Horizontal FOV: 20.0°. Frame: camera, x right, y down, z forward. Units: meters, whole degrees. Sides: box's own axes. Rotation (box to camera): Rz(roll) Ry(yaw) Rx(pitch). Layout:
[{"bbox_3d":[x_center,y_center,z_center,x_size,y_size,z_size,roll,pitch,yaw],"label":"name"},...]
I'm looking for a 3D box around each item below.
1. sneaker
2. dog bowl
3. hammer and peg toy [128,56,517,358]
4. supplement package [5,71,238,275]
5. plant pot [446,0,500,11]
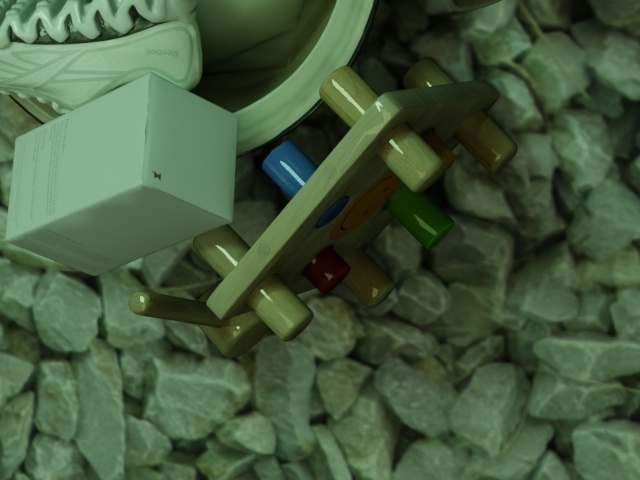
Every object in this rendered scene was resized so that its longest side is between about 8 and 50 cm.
[{"bbox_3d":[-0.239,-0.158,1.564,0.292,0.110,0.118,-6,116,16],"label":"sneaker"},{"bbox_3d":[-0.128,-0.280,1.625,0.408,0.150,0.408,5,110,12],"label":"dog bowl"},{"bbox_3d":[0.000,0.000,1.627,0.127,0.266,0.361,46,112,13],"label":"hammer and peg toy"},{"bbox_3d":[-0.169,-0.052,1.544,0.179,0.105,0.105,-20,148,40],"label":"supplement package"},{"bbox_3d":[0.141,-0.373,1.494,0.256,0.256,0.274,-35,82,22],"label":"plant pot"}]
